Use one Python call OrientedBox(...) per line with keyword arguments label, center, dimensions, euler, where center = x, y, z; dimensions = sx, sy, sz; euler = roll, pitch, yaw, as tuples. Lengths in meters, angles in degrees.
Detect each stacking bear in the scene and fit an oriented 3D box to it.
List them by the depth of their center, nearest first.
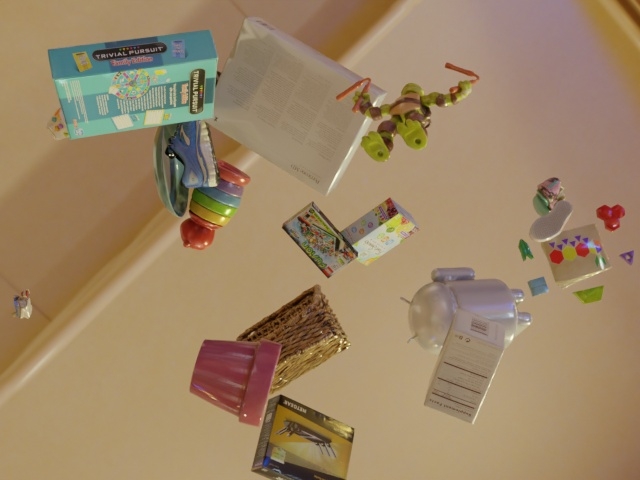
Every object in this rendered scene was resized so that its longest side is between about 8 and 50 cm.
OrientedBox(label="stacking bear", center=(-0.354, -0.104, 2.418), dimensions=(0.289, 0.164, 0.175), euler=(-63, 161, 8))

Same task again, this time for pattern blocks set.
OrientedBox(label="pattern blocks set", center=(0.715, 0.037, 2.115), dimensions=(0.325, 0.285, 0.026), euler=(-6, 168, -7))

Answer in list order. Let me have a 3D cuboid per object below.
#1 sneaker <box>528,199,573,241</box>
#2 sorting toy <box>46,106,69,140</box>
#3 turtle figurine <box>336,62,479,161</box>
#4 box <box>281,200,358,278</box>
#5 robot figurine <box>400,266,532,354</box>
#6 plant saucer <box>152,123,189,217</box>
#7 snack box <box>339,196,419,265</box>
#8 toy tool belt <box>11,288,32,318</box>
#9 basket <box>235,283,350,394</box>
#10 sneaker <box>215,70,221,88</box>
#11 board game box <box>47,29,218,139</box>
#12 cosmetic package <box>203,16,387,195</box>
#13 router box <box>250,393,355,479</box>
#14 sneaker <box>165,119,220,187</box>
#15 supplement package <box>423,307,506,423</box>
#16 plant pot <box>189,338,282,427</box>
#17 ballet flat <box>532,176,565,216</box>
OrientedBox(label="sneaker", center=(0.460, -0.022, 1.535), dimensions=(0.134, 0.051, 0.070), euler=(-38, 157, -33))
OrientedBox(label="sorting toy", center=(-0.706, -0.307, 2.053), dimensions=(0.075, 0.083, 0.045), euler=(-26, -161, 29))
OrientedBox(label="turtle figurine", center=(0.138, -0.220, 1.328), dimensions=(0.270, 0.087, 0.217), euler=(-2, -144, 21))
OrientedBox(label="box", center=(0.000, 0.000, 2.161), dimensions=(0.114, 0.207, 0.036), euler=(-37, -163, 19))
OrientedBox(label="robot figurine", center=(0.389, 0.207, 2.055), dimensions=(0.199, 0.354, 0.299), euler=(112, -28, -54))
OrientedBox(label="plant saucer", center=(-0.465, -0.228, 2.347), dimensions=(0.044, 0.317, 0.317), euler=(-4, -164, 3))
OrientedBox(label="snack box", center=(0.172, -0.023, 2.279), dimensions=(0.207, 0.070, 0.174), euler=(-34, 151, 16))
OrientedBox(label="toy tool belt", center=(-0.822, 0.174, 2.070), dimensions=(0.052, 0.051, 0.083), euler=(-102, -166, -63))
OrientedBox(label="basket", center=(-0.106, 0.262, 2.131), dimensions=(0.299, 0.223, 0.213), euler=(-32, 156, 8))
OrientedBox(label="sneaker", center=(-0.272, -0.405, 2.253), dimensions=(0.083, 0.098, 0.223), euler=(-27, -125, 9))
OrientedBox(label="board game box", center=(-0.404, -0.340, 1.671), dimensions=(0.336, 0.079, 0.253), euler=(-11, 162, -15))
OrientedBox(label="cosmetic package", center=(-0.069, -0.329, 1.854), dimensions=(0.284, 0.377, 0.097), euler=(-61, 172, 24))
OrientedBox(label="router box", center=(-0.049, 0.664, 2.413), dimensions=(0.081, 0.309, 0.242), euler=(-34, -146, 47))
OrientedBox(label="sneaker", center=(-0.403, -0.312, 2.270), dimensions=(0.147, 0.329, 0.130), euler=(-12, 170, -2))
OrientedBox(label="supplement package", center=(0.282, 0.244, 1.480), dimensions=(0.105, 0.105, 0.179), euler=(-54, 162, -66))
OrientedBox(label="plant pot", center=(-0.200, 0.314, 1.760), dimensions=(0.201, 0.180, 0.201), euler=(-165, -90, -88))
OrientedBox(label="ballet flat", center=(0.622, -0.119, 2.045), dimensions=(0.079, 0.076, 0.221), euler=(-35, 162, 4))
